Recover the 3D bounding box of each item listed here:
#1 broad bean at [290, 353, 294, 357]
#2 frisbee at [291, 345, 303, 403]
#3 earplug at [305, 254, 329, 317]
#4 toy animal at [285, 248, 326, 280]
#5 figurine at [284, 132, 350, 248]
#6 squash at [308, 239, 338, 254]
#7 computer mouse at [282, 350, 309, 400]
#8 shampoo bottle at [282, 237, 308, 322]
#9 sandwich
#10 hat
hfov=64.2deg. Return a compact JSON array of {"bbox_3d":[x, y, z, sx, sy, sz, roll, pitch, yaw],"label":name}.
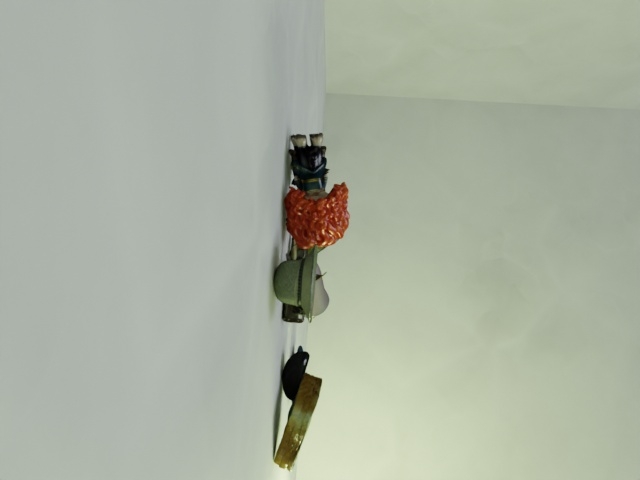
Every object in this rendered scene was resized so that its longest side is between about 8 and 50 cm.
[{"bbox_3d":[-0.125,0.581,2.413,0.063,0.045,0.084,154,-65,-80],"label":"broad bean"},{"bbox_3d":[-0.103,0.672,2.551,0.289,0.049,0.290,-172,-90,-85],"label":"frisbee"},{"bbox_3d":[-0.061,0.174,2.196,0.301,0.172,0.173,81,11,-46],"label":"earplug"},{"bbox_3d":[-0.104,0.107,1.818,0.219,0.155,0.095,32,-22,47],"label":"toy animal"},{"bbox_3d":[-0.030,-0.183,1.809,0.306,0.240,0.412,-41,-120,61],"label":"figurine"},{"bbox_3d":[0.000,0.000,2.333,0.210,0.233,0.309,43,31,-36],"label":"squash"},{"bbox_3d":[-0.111,0.545,2.103,0.270,0.086,0.138,102,12,-45],"label":"computer mouse"},{"bbox_3d":[-0.092,0.143,2.005,0.126,0.083,0.351,95,-1,-73],"label":"shampoo bottle"},{"bbox_3d":[-0.092,0.722,2.013,0.271,0.099,0.301,-54,164,-67],"label":"sandwich"},{"bbox_3d":[-0.082,0.131,1.636,0.257,0.129,0.258,4,90,-87],"label":"hat"}]
